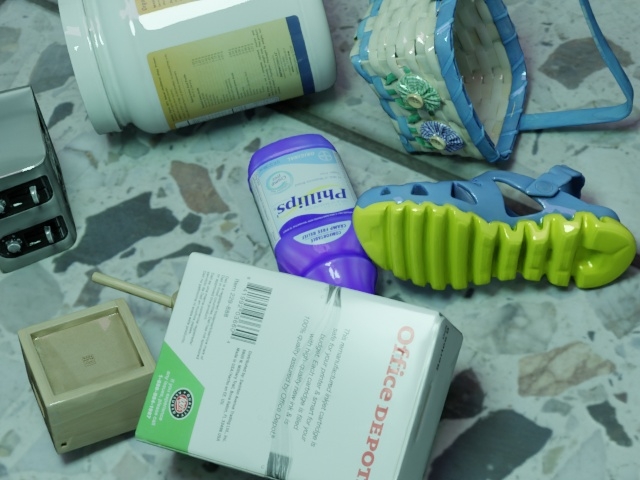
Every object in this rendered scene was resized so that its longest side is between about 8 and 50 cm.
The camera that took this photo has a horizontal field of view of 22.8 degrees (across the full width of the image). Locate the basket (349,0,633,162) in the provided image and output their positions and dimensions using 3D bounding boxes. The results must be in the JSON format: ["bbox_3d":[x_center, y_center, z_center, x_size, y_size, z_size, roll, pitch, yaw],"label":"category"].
[{"bbox_3d":[0.205,-0.214,1.891,0.289,0.255,0.201,-11,45,27],"label":"basket"}]

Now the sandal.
[{"bbox_3d":[0.192,-0.024,1.804,0.317,0.126,0.138,5,45,-9],"label":"sandal"}]

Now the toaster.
[{"bbox_3d":[-0.379,-0.082,1.947,0.110,0.168,0.185,-16,51,-6],"label":"toaster"}]

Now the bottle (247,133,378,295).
[{"bbox_3d":[0.000,0.000,1.849,0.118,0.092,0.283,-16,50,-5],"label":"bottle"}]

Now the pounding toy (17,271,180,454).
[{"bbox_3d":[-0.229,0.125,1.799,0.206,0.094,0.181,-17,44,-15],"label":"pounding toy"}]

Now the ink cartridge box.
[{"bbox_3d":[-0.019,0.152,1.666,0.289,0.121,0.211,14,80,21],"label":"ink cartridge box"}]

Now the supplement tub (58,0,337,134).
[{"bbox_3d":[-0.155,-0.265,2.010,0.316,0.228,0.228,-14,50,-1],"label":"supplement tub"}]
